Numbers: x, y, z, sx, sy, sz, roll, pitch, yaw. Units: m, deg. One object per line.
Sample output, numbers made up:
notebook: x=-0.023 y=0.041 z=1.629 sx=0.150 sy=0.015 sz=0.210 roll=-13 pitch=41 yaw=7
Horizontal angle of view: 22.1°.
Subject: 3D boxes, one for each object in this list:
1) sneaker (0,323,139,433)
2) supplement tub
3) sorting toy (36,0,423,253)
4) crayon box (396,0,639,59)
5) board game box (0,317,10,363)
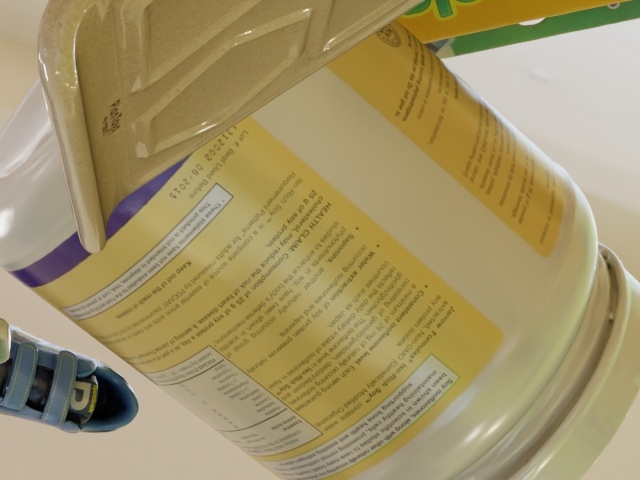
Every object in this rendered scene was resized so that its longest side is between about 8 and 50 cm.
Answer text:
sneaker: x=-0.164 y=0.081 z=0.951 sx=0.059 sy=0.053 sz=0.144 roll=14 pitch=177 yaw=40
supplement tub: x=0.000 y=0.000 z=0.912 sx=0.331 sy=0.241 sz=0.241 roll=40 pitch=-156 yaw=-18
sorting toy: x=-0.006 y=-0.091 z=0.516 sx=0.208 sy=0.193 sz=0.038 roll=-39 pitch=-98 yaw=-13
crayon box: x=0.096 y=-0.244 z=1.005 sx=0.203 sy=0.323 sz=0.083 roll=-10 pitch=-146 yaw=17
board game box: x=-0.410 y=0.058 z=0.730 sx=0.390 sy=0.390 sz=0.050 roll=33 pitch=-139 yaw=-41
